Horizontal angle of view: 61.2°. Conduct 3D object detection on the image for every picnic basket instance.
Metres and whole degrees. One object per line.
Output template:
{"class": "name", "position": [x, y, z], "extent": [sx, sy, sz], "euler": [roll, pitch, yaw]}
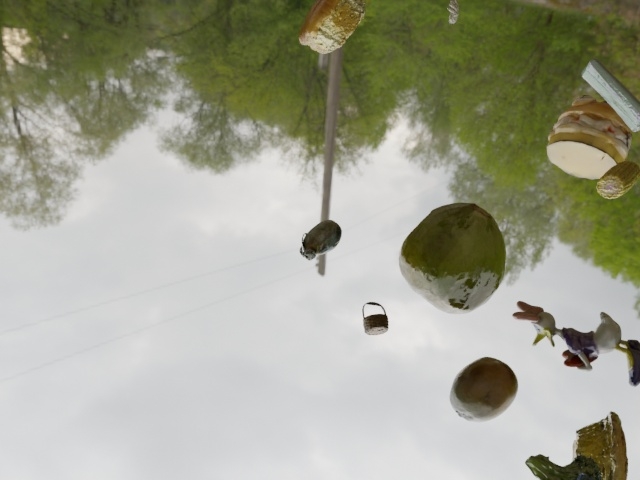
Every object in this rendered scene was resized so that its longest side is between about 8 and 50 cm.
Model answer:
{"class": "picnic basket", "position": [0.141, 0.199, 1.403], "extent": [0.072, 0.072, 0.083], "euler": [0, -120, -13]}

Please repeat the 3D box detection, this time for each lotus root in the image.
{"class": "lotus root", "position": [-0.002, -0.002, 1.464], "extent": [0.088, 0.088, 0.165], "euler": [21, -139, 30]}

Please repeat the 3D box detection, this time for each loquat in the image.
{"class": "loquat", "position": [0.488, 0.447, 1.624], "extent": [0.227, 0.179, 0.179], "euler": [-22, -145, -37]}

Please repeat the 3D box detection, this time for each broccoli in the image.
{"class": "broccoli", "position": [0.512, 0.519, 1.147], "extent": [0.160, 0.167, 0.154], "euler": [45, -165, 30]}

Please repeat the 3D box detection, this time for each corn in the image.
{"class": "corn", "position": [0.873, -0.180, 1.578], "extent": [0.081, 0.081, 0.248], "euler": [23, -151, 33]}

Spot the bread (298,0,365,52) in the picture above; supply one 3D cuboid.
{"class": "bread", "position": [0.026, -0.577, 1.422], "extent": [0.121, 0.174, 0.245], "euler": [41, -174, -21]}

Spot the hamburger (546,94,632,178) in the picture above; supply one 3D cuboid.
{"class": "hamburger", "position": [0.936, -0.363, 1.856], "extent": [0.276, 0.236, 0.276], "euler": [28, 174, 3]}

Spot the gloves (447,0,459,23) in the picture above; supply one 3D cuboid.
{"class": "gloves", "position": [0.407, -0.694, 1.658], "extent": [0.037, 0.081, 0.044], "euler": [-8, -151, 5]}

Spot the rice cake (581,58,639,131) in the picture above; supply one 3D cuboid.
{"class": "rice cake", "position": [0.787, -0.388, 1.439], "extent": [0.221, 0.042, 0.080], "euler": [53, -179, 11]}

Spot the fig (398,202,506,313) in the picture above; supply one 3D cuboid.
{"class": "fig", "position": [0.424, 0.043, 1.687], "extent": [0.343, 0.343, 0.343], "euler": [5, -156, -2]}

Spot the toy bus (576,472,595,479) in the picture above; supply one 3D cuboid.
{"class": "toy bus", "position": [0.555, 0.495, 1.011], "extent": [0.153, 0.051, 0.061], "euler": [25, 175, 28]}

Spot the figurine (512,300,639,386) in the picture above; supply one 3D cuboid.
{"class": "figurine", "position": [0.827, 0.310, 1.722], "extent": [0.421, 0.193, 0.154], "euler": [10, -165, 23]}

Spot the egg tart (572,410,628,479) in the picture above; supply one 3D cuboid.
{"class": "egg tart", "position": [0.716, 0.588, 1.402], "extent": [0.120, 0.315, 0.315], "euler": [5, -158, 23]}
